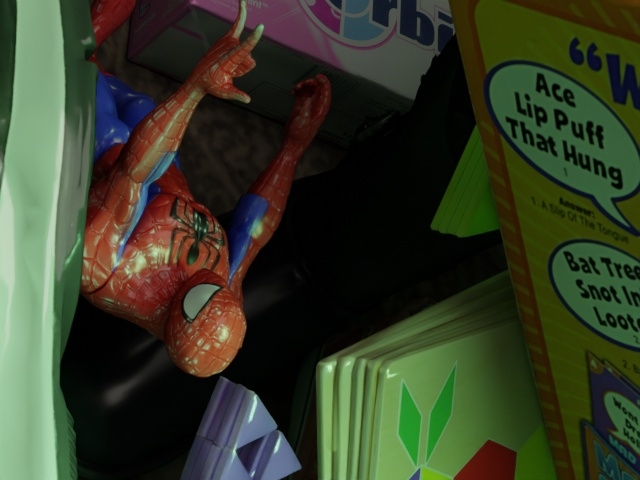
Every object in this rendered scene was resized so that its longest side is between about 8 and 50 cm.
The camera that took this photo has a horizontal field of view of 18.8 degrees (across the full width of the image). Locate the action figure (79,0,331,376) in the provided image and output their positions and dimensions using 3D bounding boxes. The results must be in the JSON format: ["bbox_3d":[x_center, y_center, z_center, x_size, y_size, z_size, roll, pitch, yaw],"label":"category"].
[{"bbox_3d":[-0.058,-0.062,0.778,0.091,0.139,0.280,29,23,-36],"label":"action figure"}]

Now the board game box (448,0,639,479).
[{"bbox_3d":[0.318,0.000,0.699,0.356,0.356,0.356,-37,130,-26],"label":"board game box"}]

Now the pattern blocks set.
[{"bbox_3d":[0.065,0.087,0.772,0.325,0.026,0.285,-4,109,-46],"label":"pattern blocks set"}]

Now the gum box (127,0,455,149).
[{"bbox_3d":[0.001,-0.116,0.989,0.188,0.062,0.107,21,57,-29],"label":"gum box"}]

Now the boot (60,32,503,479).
[{"bbox_3d":[0.000,0.000,0.830,0.246,0.207,0.094,-31,89,-43],"label":"boot"}]

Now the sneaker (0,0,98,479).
[{"bbox_3d":[-0.225,0.000,0.679,0.257,0.169,0.447,11,55,-27],"label":"sneaker"}]

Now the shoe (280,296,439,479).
[{"bbox_3d":[0.023,0.112,0.877,0.063,0.081,0.178,26,54,-27],"label":"shoe"}]
